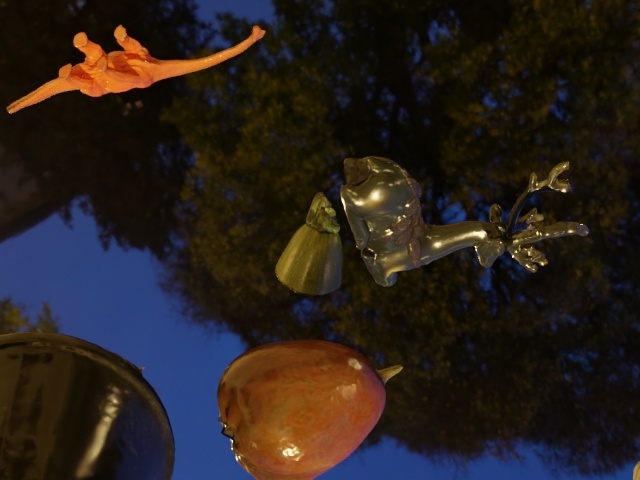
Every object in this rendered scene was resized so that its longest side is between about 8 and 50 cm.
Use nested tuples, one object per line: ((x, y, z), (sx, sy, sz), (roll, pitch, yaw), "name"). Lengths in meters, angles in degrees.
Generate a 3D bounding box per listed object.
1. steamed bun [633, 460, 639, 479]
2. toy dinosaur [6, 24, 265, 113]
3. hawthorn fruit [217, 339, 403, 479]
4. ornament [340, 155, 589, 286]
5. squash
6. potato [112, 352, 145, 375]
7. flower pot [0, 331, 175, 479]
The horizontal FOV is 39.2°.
((0.490, 0.358, 1.168), (0.144, 0.218, 0.211), (-50, -159, 33), "steamed bun")
((-0.197, -0.185, 0.934), (0.280, 0.055, 0.101), (-11, 169, 12), "toy dinosaur")
((-0.007, 0.210, 1.163), (0.251, 0.199, 0.199), (-16, -152, -12), "hawthorn fruit")
((0.154, -0.034, 0.936), (0.236, 0.202, 0.080), (-7, -128, 14), "ornament")
((-0.002, 0.001, 1.316), (0.105, 0.132, 0.105), (12, -148, -8), "squash")
((-0.340, 0.250, 1.547), (0.089, 0.172, 0.100), (-17, -130, -15), "potato")
((-0.368, 0.328, 1.139), (0.379, 0.379, 0.251), (-25, -159, 1), "flower pot")
